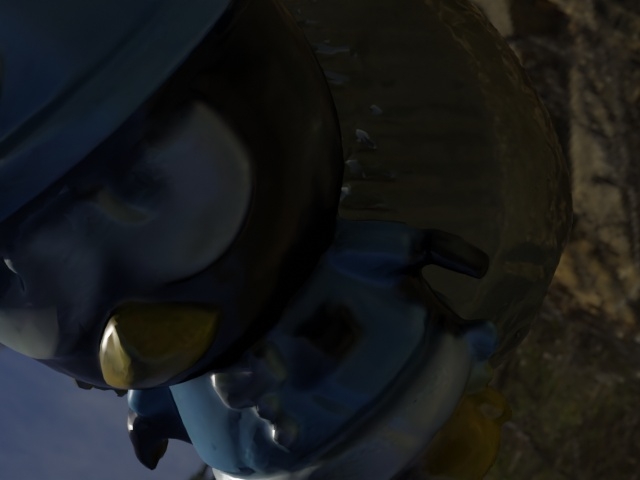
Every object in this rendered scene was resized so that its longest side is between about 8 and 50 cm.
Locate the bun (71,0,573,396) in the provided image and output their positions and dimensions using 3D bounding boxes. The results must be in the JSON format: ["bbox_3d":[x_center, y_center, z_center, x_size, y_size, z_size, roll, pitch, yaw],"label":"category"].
[{"bbox_3d":[0.002,-0.015,0.735,0.282,0.281,0.205,30,177,21],"label":"bun"}]

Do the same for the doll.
[{"bbox_3d":[-0.063,-0.018,0.461,0.314,0.177,0.141,48,-154,-21],"label":"doll"}]
